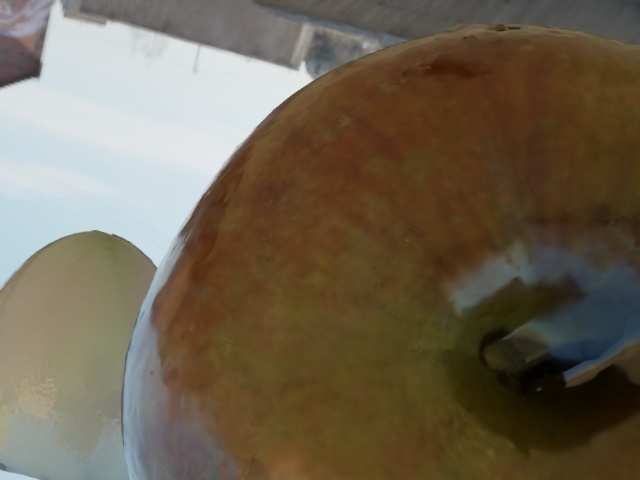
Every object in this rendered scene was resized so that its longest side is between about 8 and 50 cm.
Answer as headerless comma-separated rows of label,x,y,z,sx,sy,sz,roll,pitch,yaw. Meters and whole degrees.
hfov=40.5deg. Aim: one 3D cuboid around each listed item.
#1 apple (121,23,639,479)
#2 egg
apple,0.101,0.081,0.494,0.400,0.400,0.333,17,167,5
egg,-0.344,0.156,1.303,0.354,0.340,0.354,12,-178,0
